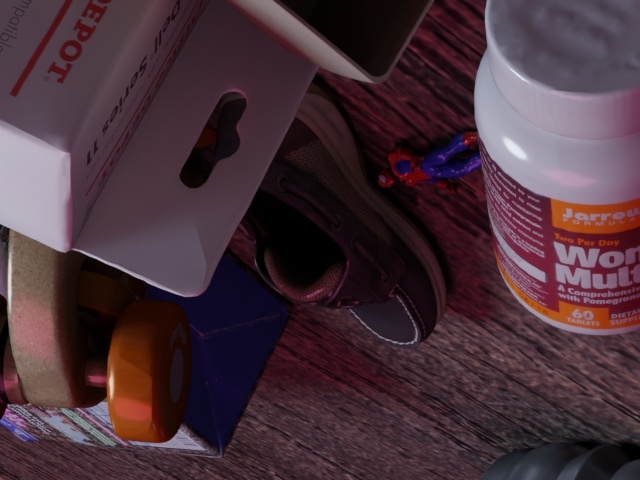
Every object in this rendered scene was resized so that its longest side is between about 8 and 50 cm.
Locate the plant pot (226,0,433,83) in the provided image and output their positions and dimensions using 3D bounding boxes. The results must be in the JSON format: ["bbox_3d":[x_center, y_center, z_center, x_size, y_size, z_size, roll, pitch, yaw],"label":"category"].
[{"bbox_3d":[-0.005,-0.148,0.875,0.109,0.109,0.096,37,165,-22],"label":"plant pot"}]

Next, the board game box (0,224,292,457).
[{"bbox_3d":[-0.213,0.054,1.438,0.291,0.141,0.232,-3,143,48],"label":"board game box"}]

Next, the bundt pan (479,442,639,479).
[{"bbox_3d":[0.258,0.269,1.422,0.330,0.124,0.331,22,157,10],"label":"bundt pan"}]

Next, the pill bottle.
[{"bbox_3d":[0.141,-0.051,0.893,0.121,0.121,0.221,18,155,19],"label":"pill bottle"}]

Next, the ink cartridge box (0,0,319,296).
[{"bbox_3d":[-0.180,-0.136,0.939,0.353,0.207,0.119,23,153,4],"label":"ink cartridge box"}]

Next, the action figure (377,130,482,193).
[{"bbox_3d":[0.073,-0.047,1.089,0.038,0.030,0.115,33,158,-27],"label":"action figure"}]

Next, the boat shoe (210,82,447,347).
[{"bbox_3d":[0.000,0.000,1.173,0.102,0.092,0.285,11,152,31],"label":"boat shoe"}]

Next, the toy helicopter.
[{"bbox_3d":[-0.130,-0.017,1.125,0.140,0.235,0.355,2,-173,9],"label":"toy helicopter"}]

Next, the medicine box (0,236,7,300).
[{"bbox_3d":[-0.346,-0.035,1.116,0.149,0.263,0.289,-118,18,-52],"label":"medicine box"}]
